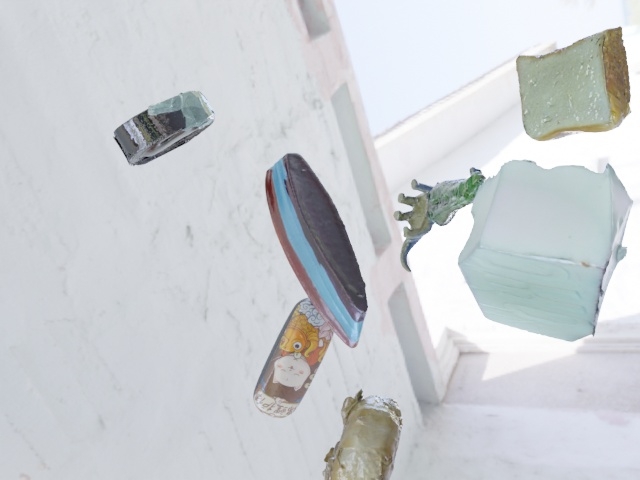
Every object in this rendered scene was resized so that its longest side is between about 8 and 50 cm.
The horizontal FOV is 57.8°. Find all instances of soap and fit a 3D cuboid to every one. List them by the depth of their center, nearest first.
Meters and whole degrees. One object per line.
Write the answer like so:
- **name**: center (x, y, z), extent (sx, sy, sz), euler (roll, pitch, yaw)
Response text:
- **soap**: center (0.216, 0.019, 0.568), extent (0.230, 0.145, 0.091), euler (47, -121, -53)

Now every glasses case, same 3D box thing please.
- **glasses case**: center (-0.063, 0.299, 1.477), extent (0.122, 0.082, 0.320), euler (26, -91, -27)

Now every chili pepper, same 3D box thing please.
- **chili pepper**: center (0.241, -0.085, 1.010), extent (0.227, 0.059, 0.088), euler (123, 149, -81)

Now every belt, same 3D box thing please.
- **belt**: center (-0.305, -0.226, 1.146), extent (0.199, 0.151, 0.078), euler (-30, -86, -13)

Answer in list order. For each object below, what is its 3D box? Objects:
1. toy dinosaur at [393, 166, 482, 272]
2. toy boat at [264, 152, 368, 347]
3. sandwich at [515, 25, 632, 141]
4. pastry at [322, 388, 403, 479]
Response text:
- **toy dinosaur**: center (0.257, -0.049, 1.264), extent (0.188, 0.075, 0.247), euler (7, -89, -21)
- **toy boat**: center (0.000, 0.000, 1.016), extent (0.136, 0.079, 0.391), euler (-4, -128, -26)
- **sandwich**: center (0.582, -0.353, 1.354), extent (0.087, 0.251, 0.226), euler (-15, -83, -30)
- **pastry**: center (0.069, 0.407, 1.074), extent (0.235, 0.121, 0.256), euler (78, -149, -75)
